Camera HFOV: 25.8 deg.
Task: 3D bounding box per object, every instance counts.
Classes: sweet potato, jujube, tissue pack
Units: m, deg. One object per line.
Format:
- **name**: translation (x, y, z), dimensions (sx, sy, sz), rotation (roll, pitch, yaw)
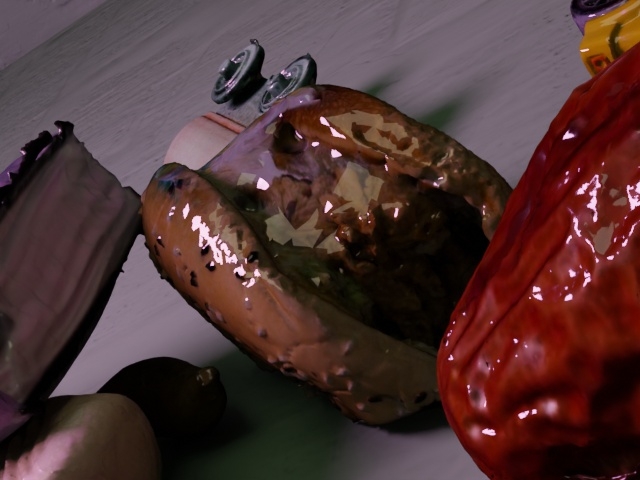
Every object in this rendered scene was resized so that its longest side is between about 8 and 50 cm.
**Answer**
- **sweet potato**: translation (-0.135, 0.125, 1.002), dimensions (0.249, 0.059, 0.069), rotation (-25, 37, 41)
- **jujube**: translation (0.175, 0.009, 0.574), dimensions (0.290, 0.197, 0.197), rotation (-41, 16, 34)
- **tissue pack**: translation (-0.290, 0.101, 0.961), dimensions (0.361, 0.122, 0.259), rotation (-35, 19, 30)

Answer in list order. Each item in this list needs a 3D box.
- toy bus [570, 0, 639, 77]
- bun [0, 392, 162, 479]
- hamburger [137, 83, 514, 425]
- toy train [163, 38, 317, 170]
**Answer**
- **toy bus**: translation (0.280, -0.173, 0.827), dimensions (0.151, 0.145, 0.331), rotation (-12, 36, 47)
- **bun**: translation (-0.181, 0.197, 0.836), dimensions (0.237, 0.116, 0.210), rotation (-45, 14, -9)
- **hamburger**: translation (0.000, 0.000, 0.879), dimensions (0.168, 0.192, 0.288), rotation (-52, 23, -8)
- **toy train**: translation (-0.054, -0.071, 1.208), dimensions (0.177, 0.116, 0.285), rotation (-52, 23, -2)
